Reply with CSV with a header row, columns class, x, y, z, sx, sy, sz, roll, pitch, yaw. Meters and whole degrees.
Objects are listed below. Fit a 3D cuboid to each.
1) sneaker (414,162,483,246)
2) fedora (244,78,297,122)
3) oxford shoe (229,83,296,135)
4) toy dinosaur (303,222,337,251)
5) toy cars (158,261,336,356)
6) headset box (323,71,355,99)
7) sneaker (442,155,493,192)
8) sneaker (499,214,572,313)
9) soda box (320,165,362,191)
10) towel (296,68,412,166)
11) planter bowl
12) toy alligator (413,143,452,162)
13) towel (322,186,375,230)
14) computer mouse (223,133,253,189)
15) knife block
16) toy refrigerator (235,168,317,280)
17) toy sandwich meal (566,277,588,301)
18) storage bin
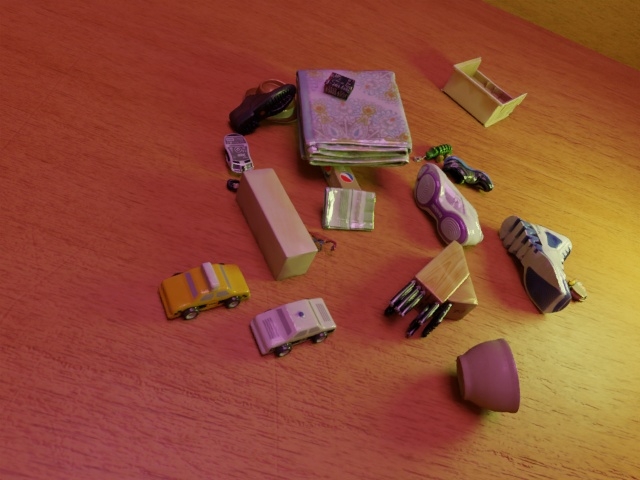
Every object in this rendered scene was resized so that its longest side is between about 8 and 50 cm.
class,x,y,z,sx,sy,sz,roll,pitch,yaw
sneaker,0.393,-0.105,1.422,0.152,0.114,0.305,3,55,-39
fedora,-0.144,-0.458,1.478,0.194,0.079,0.195,12,49,-15
oxford shoe,-0.176,-0.415,1.382,0.227,0.083,0.096,-34,65,-13
toy dinosaur,0.000,0.000,1.178,0.082,0.090,0.047,5,61,21
toy cars,-0.144,0.133,0.990,0.393,0.087,0.177,22,48,-5
headset box,0.052,-0.458,1.365,0.083,0.032,0.062,22,57,7
sneaker,0.499,-0.214,1.579,0.188,0.067,0.078,30,69,0
sneaker,0.691,0.056,1.388,0.182,0.128,0.316,3,50,-18
soda box,0.057,-0.183,1.351,0.058,0.061,0.181,-5,55,-25
towel,0.091,-0.377,1.391,0.320,0.090,0.375,0,58,-9
planter bowl,0.369,0.307,1.041,0.109,0.162,0.162,-6,51,6
toy alligator,0.405,-0.309,1.612,0.189,0.051,0.056,-15,60,-32
towel,0.080,-0.085,1.266,0.151,0.023,0.113,3,93,-21
computer mouse,-0.220,-0.212,1.273,0.105,0.042,0.193,-7,62,-22
knife block,0.266,0.114,1.182,0.241,0.088,0.276,11,50,-16
toy refrigerator,-0.111,-0.046,1.141,0.094,0.102,0.270,-12,58,-31
toy sandwich meal,0.793,0.150,1.421,0.085,0.029,0.086,12,49,-14
storage bin,0.694,-0.633,1.954,0.260,0.123,0.262,-30,68,-38
